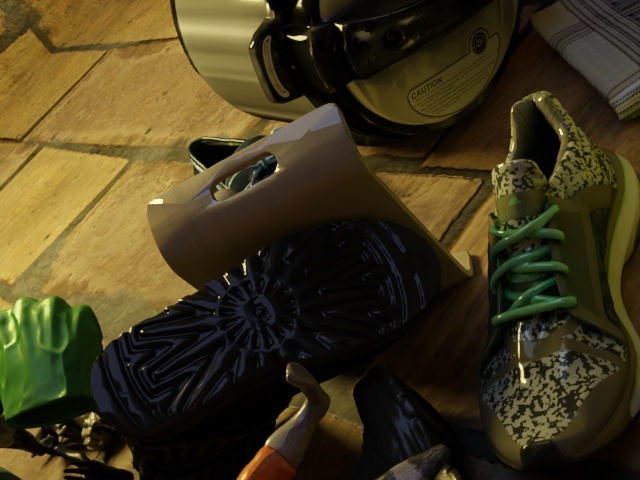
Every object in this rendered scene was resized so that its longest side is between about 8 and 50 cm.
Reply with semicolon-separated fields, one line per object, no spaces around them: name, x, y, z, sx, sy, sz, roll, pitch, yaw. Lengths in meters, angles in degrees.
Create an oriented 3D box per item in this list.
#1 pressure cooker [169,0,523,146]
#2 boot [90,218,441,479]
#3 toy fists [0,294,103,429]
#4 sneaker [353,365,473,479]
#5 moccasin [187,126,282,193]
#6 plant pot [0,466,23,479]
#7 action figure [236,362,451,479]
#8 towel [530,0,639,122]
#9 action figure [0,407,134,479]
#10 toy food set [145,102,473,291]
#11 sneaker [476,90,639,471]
pressure cooker;0.046;-0.312;1.394;0.420;0.375;0.370;16;88;52
boot;-0.045;0.124;1.083;0.348;0.260;0.131;-22;62;-6
toy fists;-0.369;0.157;1.254;0.279;0.096;0.142;-22;65;16
sneaker;0.068;0.214;0.945;0.130;0.109;0.286;-43;27;7
moccasin;-0.087;-0.079;1.496;0.342;0.117;0.137;6;52;51
plant pot;-0.414;0.349;1.121;0.235;0.293;0.293;-16;35;18
action figure;0.000;0.312;0.810;0.341;0.178;0.330;38;105;22
towel;0.422;-0.297;1.299;0.312;0.056;0.324;-33;29;10
action figure;-0.311;0.204;1.338;0.276;0.141;0.164;16;72;54
toy food set;0.000;0.000;1.124;0.220;0.306;0.092;-27;52;18
sneaker;0.190;0.019;0.991;0.158;0.182;0.410;-20;35;30
